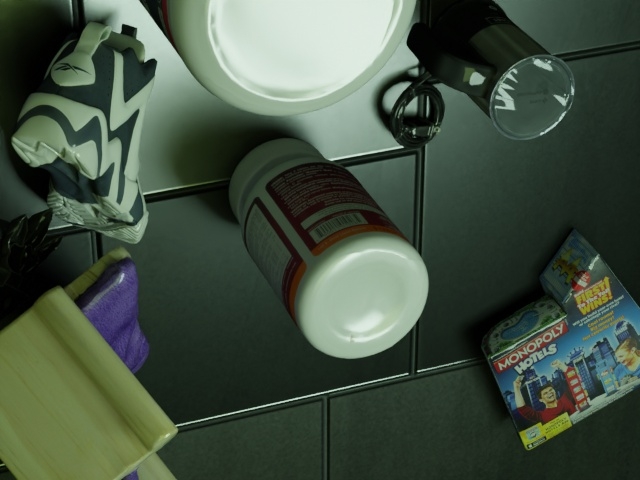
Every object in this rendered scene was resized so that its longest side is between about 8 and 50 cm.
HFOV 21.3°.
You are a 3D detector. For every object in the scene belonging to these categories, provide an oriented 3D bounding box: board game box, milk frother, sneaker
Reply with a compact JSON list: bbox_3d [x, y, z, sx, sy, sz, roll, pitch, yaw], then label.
[{"bbox_3d":[0.261,0.095,1.787,0.194,0.060,0.194,-29,125,-5],"label":"board game box"},{"bbox_3d":[0.140,-0.128,1.553,0.129,0.135,0.143,-8,122,-19],"label":"milk frother"},{"bbox_3d":[-0.180,-0.101,1.454,0.235,0.094,0.153,60,48,-62],"label":"sneaker"}]

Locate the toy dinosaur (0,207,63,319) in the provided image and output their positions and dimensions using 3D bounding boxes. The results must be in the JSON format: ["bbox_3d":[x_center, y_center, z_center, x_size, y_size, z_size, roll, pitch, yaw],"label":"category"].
[{"bbox_3d":[-0.343,-0.004,1.361,0.164,0.218,0.322,-25,124,-54],"label":"toy dinosaur"}]

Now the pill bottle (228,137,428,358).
[{"bbox_3d":[0.000,0.000,1.513,0.121,0.221,0.121,-11,122,-18],"label":"pill bottle"}]

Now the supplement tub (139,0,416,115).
[{"bbox_3d":[-0.057,-0.232,1.317,0.191,0.272,0.191,-11,123,-17],"label":"supplement tub"}]

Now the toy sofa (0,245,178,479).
[{"bbox_3d":[-0.185,0.150,1.442,0.177,0.150,0.362,-37,170,-13],"label":"toy sofa"}]
